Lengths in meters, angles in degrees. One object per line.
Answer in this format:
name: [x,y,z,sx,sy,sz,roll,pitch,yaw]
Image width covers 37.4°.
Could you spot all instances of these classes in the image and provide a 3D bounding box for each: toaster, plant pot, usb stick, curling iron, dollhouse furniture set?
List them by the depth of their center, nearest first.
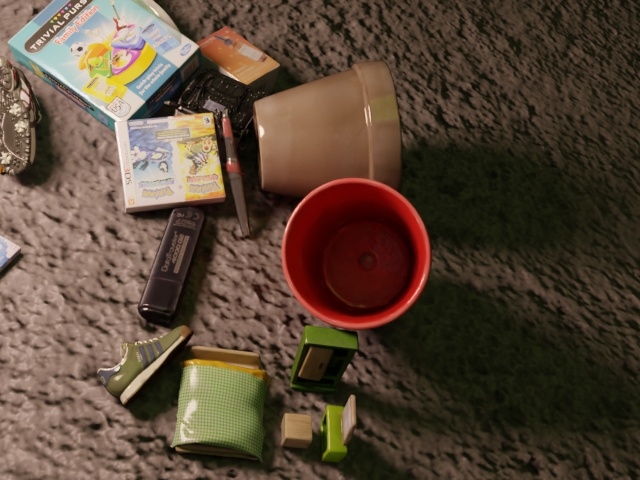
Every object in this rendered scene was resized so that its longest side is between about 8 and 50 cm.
dollhouse furniture set: [-0.094,0.261,1.641,0.302,0.151,0.197,8,49,-12]
plant pot: [0.078,0.035,1.786,0.275,0.243,0.275,-1,83,8]
usb stick: [-0.285,0.043,1.835,0.077,0.045,0.278,11,48,0]
curling iron: [-0.175,-0.143,1.951,0.035,0.068,0.274,-13,86,-4]
plant pot: [0.006,-0.207,1.991,0.280,0.323,0.323,-6,52,-6]
toaster: [-0.231,-0.279,2.081,0.186,0.110,0.168,24,47,2]

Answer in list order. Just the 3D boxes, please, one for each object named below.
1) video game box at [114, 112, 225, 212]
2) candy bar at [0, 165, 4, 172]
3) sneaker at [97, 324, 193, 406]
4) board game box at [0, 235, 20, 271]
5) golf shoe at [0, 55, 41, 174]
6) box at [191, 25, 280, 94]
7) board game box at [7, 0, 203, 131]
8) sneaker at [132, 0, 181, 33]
video game box: [-0.308,-0.160,1.933,0.205,0.048,0.187,-8,81,-13]
candy bar: [-0.702,-0.176,1.900,0.161,0.018,0.040,22,48,1]
sneaker: [-0.314,0.201,1.676,0.086,0.064,0.192,37,52,7]
board game box: [-0.622,0.024,1.756,0.090,0.020,0.090,30,48,6]
golf shoe: [-0.610,-0.249,1.925,0.120,0.105,0.273,28,40,-59]
box: [-0.205,-0.399,2.204,0.170,0.091,0.130,37,50,14]
board game box: [-0.470,-0.411,2.080,0.336,0.079,0.254,35,70,12]
sneaker: [-0.450,-0.516,2.244,0.256,0.094,0.151,43,87,-7]
